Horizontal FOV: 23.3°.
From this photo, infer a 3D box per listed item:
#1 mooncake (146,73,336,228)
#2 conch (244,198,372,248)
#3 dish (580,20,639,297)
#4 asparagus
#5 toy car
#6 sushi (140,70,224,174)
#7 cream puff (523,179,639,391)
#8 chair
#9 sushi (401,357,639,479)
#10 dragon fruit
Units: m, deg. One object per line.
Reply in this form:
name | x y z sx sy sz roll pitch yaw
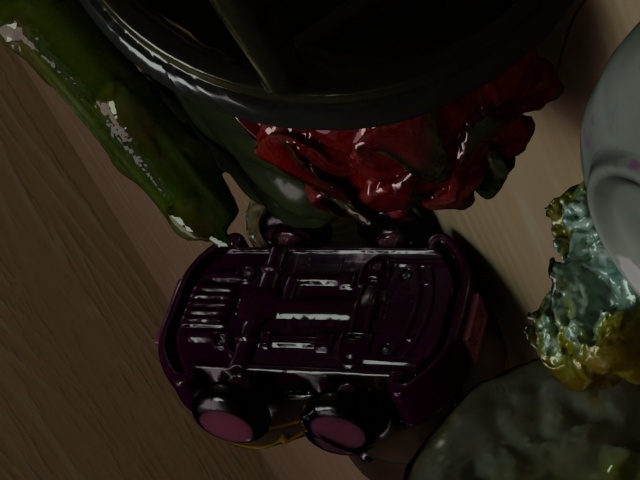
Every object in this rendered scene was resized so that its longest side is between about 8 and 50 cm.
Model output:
mooncake | -0.050 -0.182 1.316 0.356 0.194 0.356 51 166 18
conch | 0.000 0.000 1.729 0.155 0.130 0.207 63 -174 24
dish | 0.236 -0.021 0.881 0.256 0.117 0.256 49 166 17
asparagus | -0.176 -0.118 1.347 0.343 0.082 0.085 48 172 13
toy car | 0.024 0.125 1.575 0.341 0.271 0.240 2 142 23
sushi | -0.105 -0.155 1.724 0.225 0.124 0.127 20 144 58
cream puff | 0.216 0.034 1.071 0.121 0.156 0.156 26 -173 -37
chair | -0.005 -0.263 0.654 0.362 0.365 0.410 50 171 16
sushi | 0.221 0.262 1.277 0.294 0.299 0.281 79 175 -56
dragon fruit | 0.023 -0.139 1.061 0.293 0.233 0.234 38 167 -4
